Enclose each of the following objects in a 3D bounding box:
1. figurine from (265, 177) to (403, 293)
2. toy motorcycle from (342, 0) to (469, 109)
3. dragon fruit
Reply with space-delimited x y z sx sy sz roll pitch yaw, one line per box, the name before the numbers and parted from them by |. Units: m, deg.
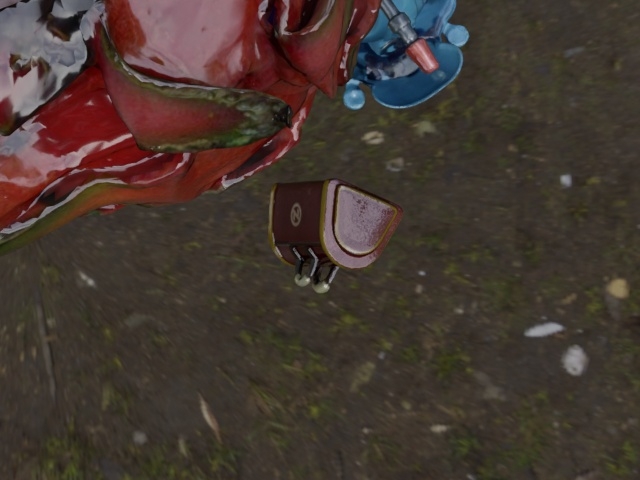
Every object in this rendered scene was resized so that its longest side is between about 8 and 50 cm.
figurine | -0.001 0.000 1.228 0.082 0.154 0.098 18 80 -26
toy motorcycle | 0.041 -0.188 0.922 0.124 0.272 0.182 -32 89 -9
dragon fruit | -0.103 -0.105 0.529 0.293 0.234 0.234 -43 100 -18
